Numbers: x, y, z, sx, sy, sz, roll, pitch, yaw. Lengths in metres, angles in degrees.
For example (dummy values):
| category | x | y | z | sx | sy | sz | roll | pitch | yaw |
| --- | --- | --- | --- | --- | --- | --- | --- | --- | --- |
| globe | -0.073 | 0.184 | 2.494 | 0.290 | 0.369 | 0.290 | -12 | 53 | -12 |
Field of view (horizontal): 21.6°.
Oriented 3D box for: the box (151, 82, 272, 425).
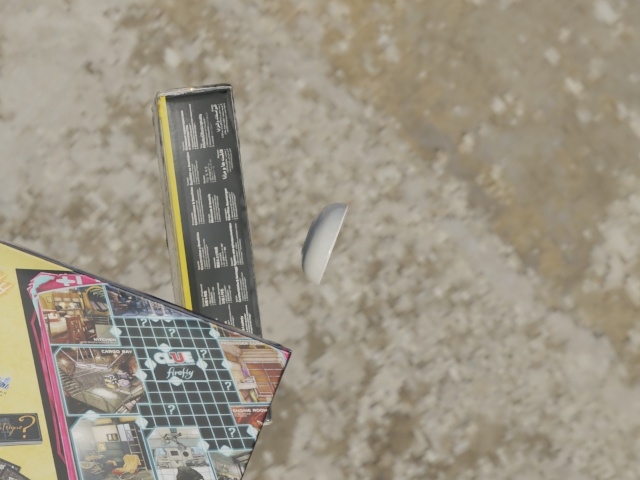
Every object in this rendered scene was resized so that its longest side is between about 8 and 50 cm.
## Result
| category | x | y | z | sx | sy | sz | roll | pitch | yaw |
| --- | --- | --- | --- | --- | --- | --- | --- | --- | --- |
| box | -0.111 | 0.014 | 1.659 | 0.079 | 0.257 | 0.322 | -7 | 93 | -5 |

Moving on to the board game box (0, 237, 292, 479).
| category | x | y | z | sx | sy | sz | roll | pitch | yaw |
| --- | --- | --- | --- | --- | --- | --- | --- | --- | --- |
| board game box | -0.158 | 0.093 | 0.935 | 0.243 | 0.042 | 0.165 | 22 | 88 | -14 |

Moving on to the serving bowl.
| category | x | y | z | sx | sy | sz | roll | pitch | yaw |
| --- | --- | --- | --- | --- | --- | --- | --- | --- | --- |
| serving bowl | 0.000 | 0.000 | 1.593 | 0.027 | 0.083 | 0.083 | 20 | 49 | 0 |
